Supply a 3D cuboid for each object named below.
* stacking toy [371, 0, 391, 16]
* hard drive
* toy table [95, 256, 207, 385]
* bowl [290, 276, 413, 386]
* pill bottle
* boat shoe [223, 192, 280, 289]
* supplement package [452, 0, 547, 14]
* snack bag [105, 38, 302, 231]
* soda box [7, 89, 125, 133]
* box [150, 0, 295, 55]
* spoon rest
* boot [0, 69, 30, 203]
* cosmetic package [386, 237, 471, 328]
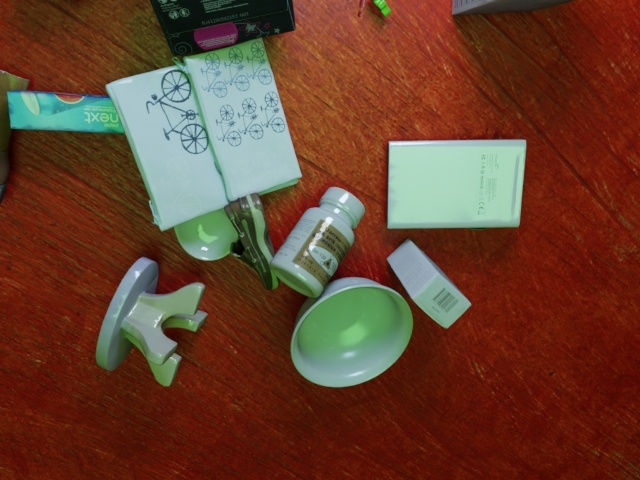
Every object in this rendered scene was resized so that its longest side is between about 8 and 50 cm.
[{"bbox_3d":[0.123,-0.601,1.018,0.167,0.052,0.221,-41,110,9],"label":"stacking toy"},{"bbox_3d":[0.310,-0.130,1.170,0.307,0.040,0.203,0,105,2],"label":"hard drive"},{"bbox_3d":[-0.371,0.190,1.127,0.160,0.252,0.274,22,115,3],"label":"toy table"},{"bbox_3d":[0.059,0.196,1.208,0.297,0.134,0.298,-8,121,-14],"label":"bowl"},{"bbox_3d":[0.000,0.000,1.119,0.131,0.131,0.229,39,72,-17],"label":"pill bottle"},{"bbox_3d":[-0.159,0.012,1.137,0.095,0.095,0.258,-17,124,-10],"label":"boat shoe"},{"bbox_3d":[0.392,-0.552,0.953,0.199,0.263,0.198,-6,108,-6],"label":"supplement package"},{"bbox_3d":[-0.230,-0.221,1.047,0.342,0.037,0.323,-22,110,-20],"label":"snack bag"},{"bbox_3d":[-0.504,-0.259,1.014,0.210,0.067,0.071,-2,109,-20],"label":"soda box"},{"bbox_3d":[-0.186,-0.476,0.935,0.247,0.142,0.163,-14,154,-3],"label":"box"},{"bbox_3d":[-0.291,-0.072,1.117,0.137,0.084,0.276,-33,108,4],"label":"spoon rest"},{"bbox_3d":[-0.715,-0.212,0.949,0.264,0.096,0.281,5,110,-45],"label":"boot"},{"bbox_3d":[0.242,0.092,1.161,0.117,0.231,0.085,42,98,-17],"label":"cosmetic package"}]
